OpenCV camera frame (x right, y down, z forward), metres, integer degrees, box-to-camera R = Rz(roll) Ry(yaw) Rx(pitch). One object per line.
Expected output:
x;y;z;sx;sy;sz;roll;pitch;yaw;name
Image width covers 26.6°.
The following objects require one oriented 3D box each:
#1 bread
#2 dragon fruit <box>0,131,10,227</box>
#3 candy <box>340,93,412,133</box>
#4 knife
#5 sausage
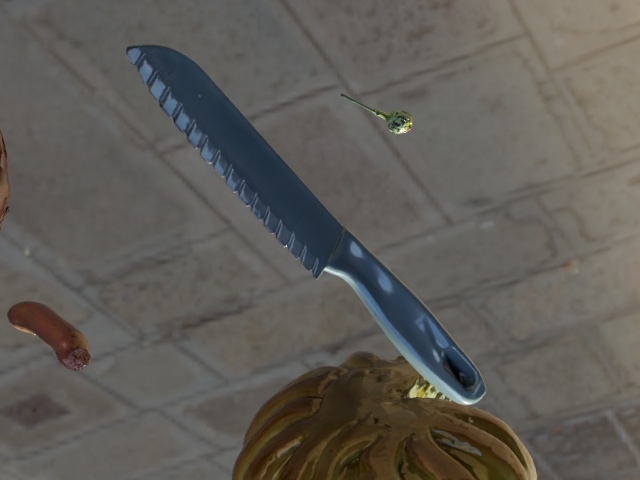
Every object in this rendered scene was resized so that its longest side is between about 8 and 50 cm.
0.060;0.223;1.343;0.333;0.333;0.160;-3;116;-9;bread
-0.439;-0.046;1.256;0.295;0.295;0.301;27;106;-43;dragon fruit
0.057;-0.131;1.356;0.083;0.023;0.025;25;169;-26;candy
0.000;0.000;0.750;0.019;0.044;0.313;-12;130;45;knife
-0.308;0.104;1.544;0.043;0.186;0.043;-10;109;-31;sausage
